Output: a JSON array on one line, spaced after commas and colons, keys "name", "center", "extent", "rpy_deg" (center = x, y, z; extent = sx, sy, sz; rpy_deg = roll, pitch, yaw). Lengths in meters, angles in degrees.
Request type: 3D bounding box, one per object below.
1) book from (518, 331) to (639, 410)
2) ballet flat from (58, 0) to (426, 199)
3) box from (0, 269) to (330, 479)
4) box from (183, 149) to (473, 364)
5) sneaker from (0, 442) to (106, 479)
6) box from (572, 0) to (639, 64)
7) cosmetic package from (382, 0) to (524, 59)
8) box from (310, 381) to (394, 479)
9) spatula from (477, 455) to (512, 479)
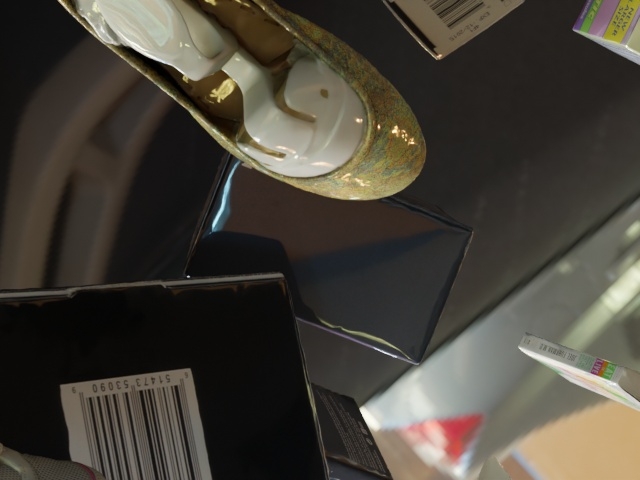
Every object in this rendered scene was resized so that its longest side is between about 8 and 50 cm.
[{"name": "book", "center": [0.285, 0.136, 1.624], "extent": [0.096, 0.144, 0.035], "rpy_deg": [30, 83, -36]}, {"name": "ballet flat", "center": [-0.062, -0.125, 1.117], "extent": [0.123, 0.348, 0.123], "rpy_deg": [-43, -159, 21]}, {"name": "box", "center": [-0.325, 0.232, 1.576], "extent": [0.472, 0.297, 0.480], "rpy_deg": [-18, 170, 40]}, {"name": "box", "center": [0.000, 0.000, 1.905], "extent": [0.294, 0.296, 0.183], "rpy_deg": [-121, -128, -84]}, {"name": "sneaker", "center": [-0.256, 0.157, 1.004], "extent": [0.103, 0.252, 0.111], "rpy_deg": [-88, 180, -50]}, {"name": "box", "center": [0.388, -0.226, 1.396], "extent": [0.213, 0.243, 0.117], "rpy_deg": [-65, -161, 7]}, {"name": "cosmetic package", "center": [0.105, -0.375, 1.835], "extent": [0.129, 0.296, 0.153], "rpy_deg": [-34, 139, 16]}, {"name": "box", "center": [-0.135, 0.352, 2.254], "extent": [0.312, 0.179, 0.343], "rpy_deg": [27, 116, -40]}, {"name": "spatula", "center": [0.176, 0.346, 1.588], "extent": [0.168, 0.019, 0.242], "rpy_deg": [-60, 136, -31]}]
